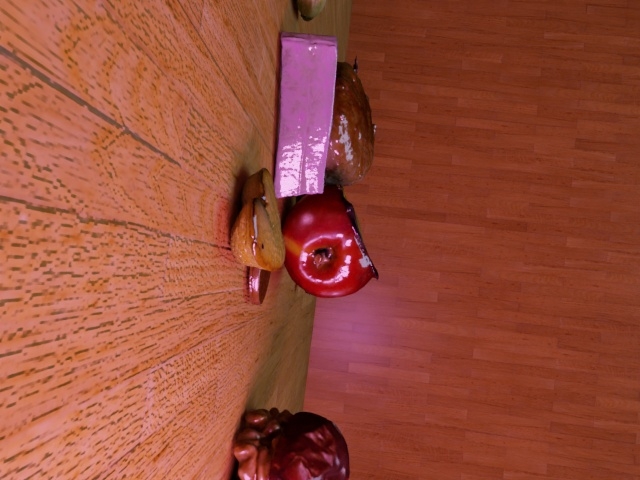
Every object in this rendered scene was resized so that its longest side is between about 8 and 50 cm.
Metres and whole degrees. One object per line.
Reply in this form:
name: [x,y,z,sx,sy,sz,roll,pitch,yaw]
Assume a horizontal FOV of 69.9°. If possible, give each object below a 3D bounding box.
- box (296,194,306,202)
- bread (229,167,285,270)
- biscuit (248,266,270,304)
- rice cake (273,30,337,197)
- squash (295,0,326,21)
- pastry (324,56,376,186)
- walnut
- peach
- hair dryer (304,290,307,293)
box: [-0.024,-0.206,1.331,0.141,0.064,0.220,-60,155,-76]
bread: [-0.093,-0.030,0.642,0.187,0.065,0.150,15,71,-83]
biscuit: [-0.103,0.024,0.797,0.124,0.026,0.175,-31,128,-87]
rice cake: [-0.030,-0.225,0.859,0.050,0.106,0.298,-99,-167,-66]
squash: [-0.017,-0.492,0.861,0.224,0.094,0.094,109,-10,-74]
pastry: [0.055,-0.289,1.181,0.329,0.136,0.330,-7,90,-66]
walnut: [-0.068,0.429,0.852,0.244,0.221,0.269,65,9,8]
peach: [0.000,0.000,1.111,0.362,0.201,0.258,-102,169,-70]
hair dryer: [-0.047,0.041,1.544,0.225,0.088,0.219,69,17,-49]
